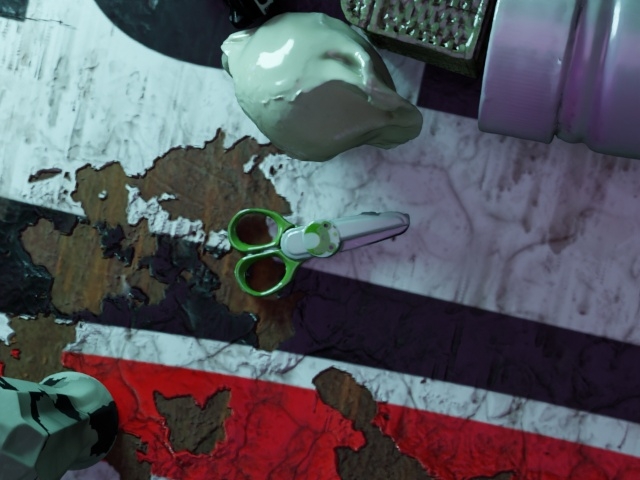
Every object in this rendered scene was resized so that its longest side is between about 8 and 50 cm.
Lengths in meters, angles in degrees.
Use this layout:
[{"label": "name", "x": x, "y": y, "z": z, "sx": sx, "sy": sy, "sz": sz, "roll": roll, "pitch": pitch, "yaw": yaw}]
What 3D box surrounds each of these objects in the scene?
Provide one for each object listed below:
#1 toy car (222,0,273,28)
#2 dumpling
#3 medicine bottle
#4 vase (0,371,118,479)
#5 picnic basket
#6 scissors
[{"label": "toy car", "x": -0.099, "y": -0.314, "z": 1.518, "sx": 0.108, "sy": 0.089, "sz": 0.210, "roll": -39, "pitch": 43, "yaw": -4}, {"label": "dumpling", "x": 0.005, "y": -0.149, "z": 1.492, "sx": 0.258, "sy": 0.193, "sz": 0.147, "roll": 12, "pitch": 67, "yaw": 47}, {"label": "medicine bottle", "x": 0.337, "y": -0.183, "z": 1.438, "sx": 0.325, "sy": 0.212, "sz": 0.212, "roll": 10, "pitch": 91, "yaw": 8}, {"label": "vase", "x": -0.313, "y": 0.207, "z": 1.456, "sx": 0.165, "sy": 0.360, "sz": 0.165, "roll": 0, "pitch": 89, "yaw": 9}, {"label": "picnic basket", "x": 0.107, "y": -0.258, "z": 1.481, "sx": 0.154, "sy": 0.196, "sz": 0.134, "roll": 16, "pitch": 94, "yaw": 7}, {"label": "scissors", "x": 0.000, "y": 0.000, "z": 1.578, "sx": 0.204, "sy": 0.027, "sz": 0.101, "roll": -11, "pitch": 89, "yaw": 10}]
